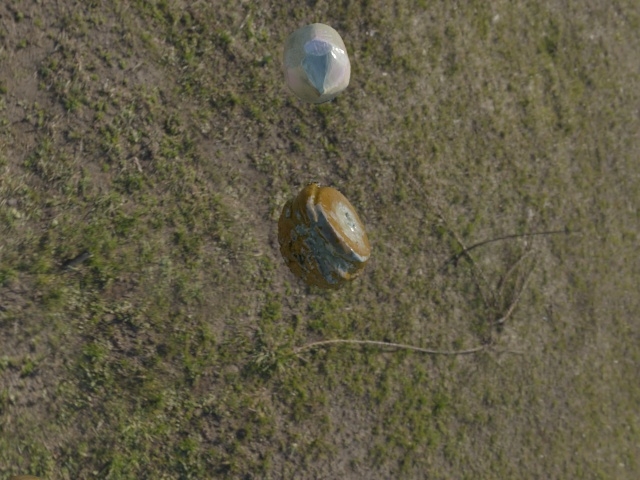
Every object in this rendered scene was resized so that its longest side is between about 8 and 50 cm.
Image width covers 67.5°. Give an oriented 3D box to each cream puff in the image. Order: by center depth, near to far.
[{"bbox_3d":[0.000,0.000,0.702,0.150,0.115,0.165,50,26,-14],"label":"cream puff"}]

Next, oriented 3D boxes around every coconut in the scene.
[{"bbox_3d":[-0.006,-0.265,0.742,0.110,0.110,0.125,24,48,-34],"label":"coconut"}]

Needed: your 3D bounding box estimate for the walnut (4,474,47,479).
[{"bbox_3d":[-0.561,0.543,0.828,0.248,0.248,0.249,5,82,-38],"label":"walnut"}]
